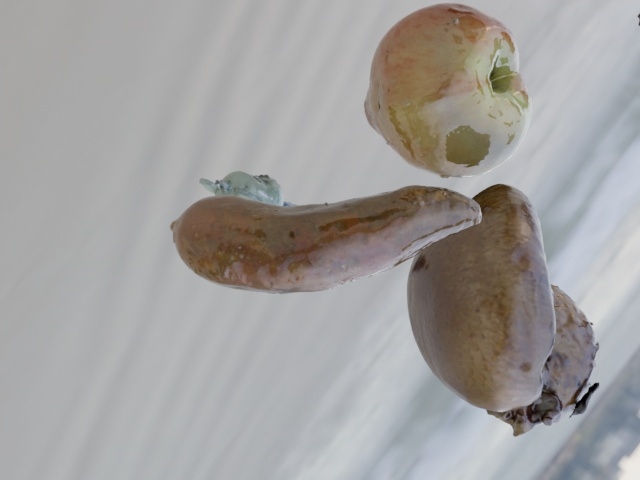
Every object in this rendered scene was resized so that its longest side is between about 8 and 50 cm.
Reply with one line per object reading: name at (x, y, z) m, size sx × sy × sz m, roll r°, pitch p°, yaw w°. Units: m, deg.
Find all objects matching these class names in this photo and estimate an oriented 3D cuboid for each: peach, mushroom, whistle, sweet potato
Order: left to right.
whistle at (-0.050, -0.026, 2.065) m, size 0.235 × 0.114 × 0.077 m, roll 33°, pitch 77°, yaw -41°
sweet potato at (0.001, 0.001, 1.481) m, size 0.097 × 0.292 × 0.097 m, roll -3°, pitch 90°, yaw -79°
peach at (0.144, -0.178, 2.003) m, size 0.232 × 0.232 × 0.232 m, roll -49°, pitch 169°, yaw -14°
mushroom at (0.207, 0.091, 1.882) m, size 0.195 × 0.283 × 0.263 m, roll -27°, pitch 177°, yaw -5°

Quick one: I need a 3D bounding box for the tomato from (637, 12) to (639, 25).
tomato at (0.518, -0.308, 2.091) m, size 0.112 × 0.199 × 0.228 m, roll -24°, pitch 130°, yaw -74°
